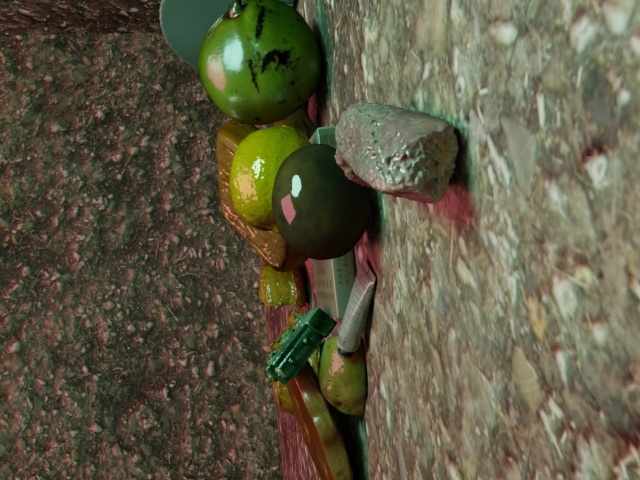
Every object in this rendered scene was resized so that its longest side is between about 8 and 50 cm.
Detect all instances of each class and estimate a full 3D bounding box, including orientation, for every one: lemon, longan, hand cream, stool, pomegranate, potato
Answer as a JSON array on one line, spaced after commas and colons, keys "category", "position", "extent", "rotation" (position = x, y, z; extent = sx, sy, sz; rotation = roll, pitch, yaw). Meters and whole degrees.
[{"category": "lemon", "position": [-0.083, -0.113, 1.066], "extent": [0.180, 0.180, 0.193], "rotation": [-158, 52, -78]}, {"category": "longan", "position": [0.001, -0.062, 0.932], "extent": [0.167, 0.167, 0.187], "rotation": [153, 94, -78]}, {"category": "hand cream", "position": [0.066, 0.128, 1.024], "extent": [0.067, 0.042, 0.195], "rotation": [-110, 29, -57]}, {"category": "stool", "position": [-0.270, -0.635, 1.542], "extent": [0.330, 0.297, 0.297], "rotation": [-86, -1, -52]}, {"category": "pomegranate", "position": [-0.111, -0.344, 1.221], "extent": [0.341, 0.260, 0.260], "rotation": [57, -177, -28]}, {"category": "potato", "position": [0.042, 0.260, 1.111], "extent": [0.120, 0.081, 0.149], "rotation": [102, 160, -63]}]

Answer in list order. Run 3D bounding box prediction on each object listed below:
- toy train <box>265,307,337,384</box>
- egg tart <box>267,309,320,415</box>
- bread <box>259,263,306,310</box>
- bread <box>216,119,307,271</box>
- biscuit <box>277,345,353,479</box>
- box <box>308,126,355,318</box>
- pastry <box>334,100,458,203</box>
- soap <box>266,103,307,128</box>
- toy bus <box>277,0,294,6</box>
[{"category": "toy train", "position": [-0.043, 0.211, 1.152], "extent": [0.170, 0.071, 0.111], "rotation": [-52, 5, -16]}, {"category": "egg tart", "position": [-0.072, 0.372, 1.618], "extent": [0.341, 0.132, 0.342], "rotation": [174, 90, -78]}, {"category": "bread", "position": [-0.118, 0.130, 1.704], "extent": [0.229, 0.143, 0.140], "rotation": [-174, 78, -77]}, {"category": "bread", "position": [-0.127, -0.123, 1.438], "extent": [0.337, 0.148, 0.328], "rotation": [40, 143, 34]}, {"category": "biscuit", "position": [-0.003, 0.418, 1.298], "extent": [0.365, 0.062, 0.385], "rotation": [-124, 19, -51]}, {"category": "box", "position": [0.015, -0.030, 1.178], "extent": [0.204, 0.051, 0.365], "rotation": [164, 101, -79]}, {"category": "pastry", "position": [0.081, -0.112, 0.688], "extent": [0.265, 0.102, 0.112], "rotation": [-145, 58, -73]}, {"category": "soap", "position": [-0.098, -0.348, 1.488], "extent": [0.218, 0.098, 0.273], "rotation": [-108, 17, -47]}, {"category": "toy bus", "position": [-0.113, -0.707, 1.443], "extent": [0.109, 0.091, 0.262], "rotation": [127, 136, -58]}]
